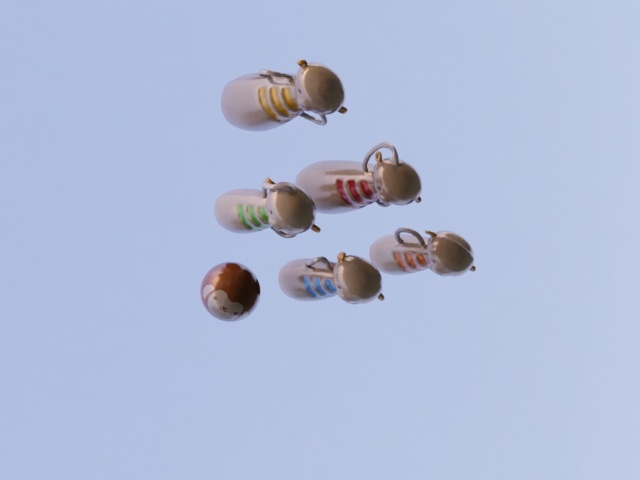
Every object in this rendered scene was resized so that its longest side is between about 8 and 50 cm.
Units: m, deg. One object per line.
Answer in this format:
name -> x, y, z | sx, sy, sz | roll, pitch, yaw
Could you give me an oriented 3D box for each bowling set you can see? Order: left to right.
bowling set -> 0.000, 0.000, 1.304 | 0.287, 0.154, 0.199 | 42, -114, -27
